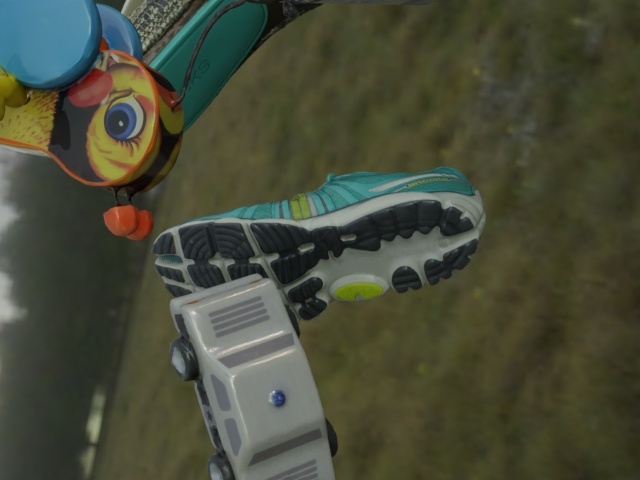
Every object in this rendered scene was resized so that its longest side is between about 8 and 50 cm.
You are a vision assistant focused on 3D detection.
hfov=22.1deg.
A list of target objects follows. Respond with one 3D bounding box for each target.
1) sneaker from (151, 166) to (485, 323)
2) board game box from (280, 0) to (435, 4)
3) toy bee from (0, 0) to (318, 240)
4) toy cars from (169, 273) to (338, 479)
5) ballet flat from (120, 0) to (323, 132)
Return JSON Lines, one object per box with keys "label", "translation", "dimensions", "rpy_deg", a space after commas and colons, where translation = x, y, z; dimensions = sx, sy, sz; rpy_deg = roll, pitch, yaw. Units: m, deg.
{"label": "sneaker", "translation": [0.000, 0.000, 1.341], "dimensions": [0.110, 0.275, 0.107], "rpy_deg": [-80, -21, -60]}
{"label": "board game box", "translation": [0.134, -0.271, 1.333], "dimensions": [0.318, 0.318, 0.066], "rpy_deg": [-12, -95, -57]}
{"label": "toy bee", "translation": [-0.156, -0.083, 1.025], "dimensions": [0.195, 0.298, 0.162], "rpy_deg": [11, -101, -54]}
{"label": "toy cars", "translation": [-0.076, 0.214, 1.217], "dimensions": [0.087, 0.176, 0.394], "rpy_deg": [-12, 55, 64]}
{"label": "ballet flat", "translation": [-0.082, -0.290, 1.737], "dimensions": [0.182, 0.483, 0.164], "rpy_deg": [39, 167, 43]}
